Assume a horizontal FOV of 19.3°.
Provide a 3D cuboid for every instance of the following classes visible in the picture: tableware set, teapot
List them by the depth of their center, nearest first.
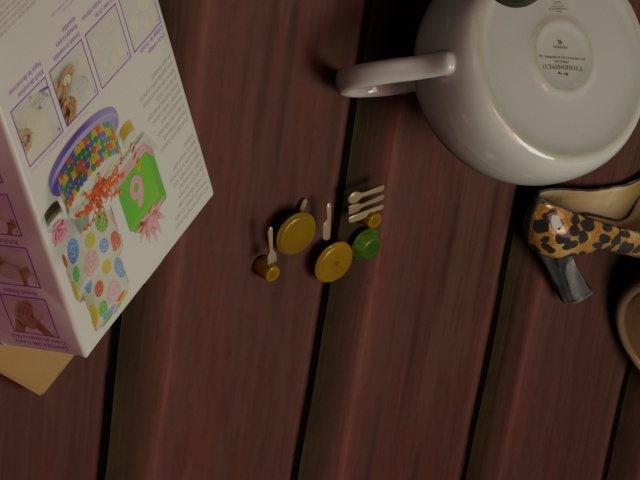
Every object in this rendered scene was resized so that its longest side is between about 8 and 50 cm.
[{"bbox_3d":[0.179,-0.164,1.852,0.256,0.187,0.252,45,63,-20],"label":"teapot"},{"bbox_3d":[0.000,0.000,1.912,0.154,0.024,0.104,-22,131,-29],"label":"tableware set"}]

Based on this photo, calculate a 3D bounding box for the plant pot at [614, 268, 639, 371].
[{"bbox_3d":[0.517,0.066,2.239,0.229,0.263,0.263,-49,138,-30],"label":"plant pot"}]

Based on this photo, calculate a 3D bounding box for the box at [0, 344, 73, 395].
[{"bbox_3d":[-0.259,0.042,1.697,0.164,0.021,0.201,-51,147,-2],"label":"box"}]

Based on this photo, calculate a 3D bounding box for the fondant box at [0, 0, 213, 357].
[{"bbox_3d":[-0.213,-0.107,1.529,0.238,0.096,0.330,-56,141,-45],"label":"fondant box"}]

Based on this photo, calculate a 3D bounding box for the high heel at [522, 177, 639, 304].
[{"bbox_3d":[0.348,-0.052,2.106,0.261,0.093,0.186,-37,140,-3],"label":"high heel"}]

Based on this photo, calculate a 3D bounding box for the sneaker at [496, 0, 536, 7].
[{"bbox_3d":[0.198,-0.335,1.751,0.135,0.097,0.276,46,46,-67],"label":"sneaker"}]
